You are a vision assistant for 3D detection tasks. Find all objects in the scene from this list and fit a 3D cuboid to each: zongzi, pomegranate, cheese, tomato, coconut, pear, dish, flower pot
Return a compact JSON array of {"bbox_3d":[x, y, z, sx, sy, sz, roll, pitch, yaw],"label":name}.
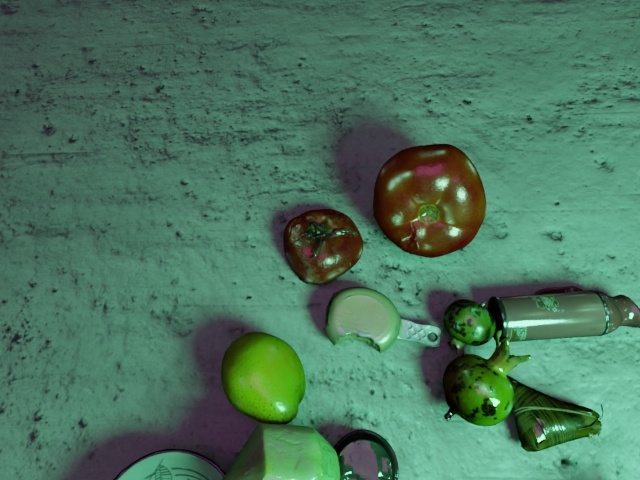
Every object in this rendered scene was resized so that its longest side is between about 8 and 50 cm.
[{"bbox_3d":[0.513,0.359,0.971,0.187,0.084,0.184,-10,55,-7],"label":"zongzi"},{"bbox_3d":[0.358,0.303,0.944,0.156,0.156,0.220,26,111,16],"label":"pomegranate"},{"bbox_3d":[0.348,0.215,1.035,0.122,0.122,0.162,24,97,15],"label":"pomegranate"},{"bbox_3d":[0.154,0.210,1.066,0.286,0.082,0.163,14,68,10],"label":"cheese"},{"bbox_3d":[0.284,-0.113,1.120,0.298,0.299,0.226,12,27,11],"label":"tomato"},{"bbox_3d":[-0.082,0.476,0.856,0.235,0.236,0.205,-8,52,2],"label":"coconut"},{"bbox_3d":[-0.001,0.000,1.168,0.227,0.101,0.228,-3,62,6],"label":"tomato"},{"bbox_3d":[-0.123,0.319,0.985,0.219,0.187,0.187,32,71,35],"label":"pear"},{"bbox_3d":[-0.314,0.611,0.902,0.316,0.106,0.317,1,64,-3],"label":"dish"},{"bbox_3d":[0.092,0.491,0.928,0.157,0.107,0.158,-3,64,5],"label":"flower pot"}]

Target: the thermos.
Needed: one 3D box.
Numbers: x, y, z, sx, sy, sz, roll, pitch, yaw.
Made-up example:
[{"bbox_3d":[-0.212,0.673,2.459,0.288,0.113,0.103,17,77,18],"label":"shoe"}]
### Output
[{"bbox_3d":[0.582,0.176,1.038,0.329,0.136,0.110,-5,93,3],"label":"thermos"}]
